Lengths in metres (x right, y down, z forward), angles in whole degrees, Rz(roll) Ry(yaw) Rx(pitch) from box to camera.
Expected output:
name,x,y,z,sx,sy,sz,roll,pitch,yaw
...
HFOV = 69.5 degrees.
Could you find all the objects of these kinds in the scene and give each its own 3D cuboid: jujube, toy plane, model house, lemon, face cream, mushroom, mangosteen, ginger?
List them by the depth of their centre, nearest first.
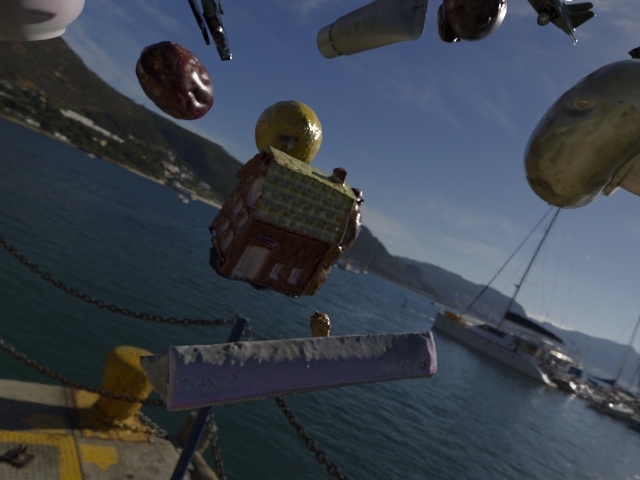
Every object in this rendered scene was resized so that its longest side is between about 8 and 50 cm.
name,x,y,z,sx,sy,sz,roll,pitch,yaw
model house,-0.068,-0.049,0.854,0.196,0.254,0.160,22,23,-33
mushroom,0.572,-0.199,0.873,0.355,0.315,0.315,-5,-9,15
toy plane,0.491,-0.566,1.029,0.267,0.212,0.088,33,-38,-18
face cream,0.116,-0.500,1.073,0.089,0.143,0.314,16,-7,-39
mangosteen,0.370,-0.575,1.165,0.166,0.166,0.180,24,-21,-28
jujube,-0.381,-0.413,1.220,0.183,0.184,0.243,23,5,7
ginger,0.007,-0.007,1.386,0.152,0.358,0.274,32,12,-7
lemon,-0.115,-0.380,1.665,0.245,0.245,0.320,23,23,-10

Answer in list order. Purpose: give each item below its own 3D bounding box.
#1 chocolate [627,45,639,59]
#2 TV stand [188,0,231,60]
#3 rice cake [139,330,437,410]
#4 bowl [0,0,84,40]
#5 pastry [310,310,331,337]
name,x,y,z,sx,sy,sz,roll,pitch,yaw
chocolate,0.707,-0.406,0.922,0.072,0.070,0.147,12,-5,-23
TV stand,-0.163,-0.335,0.661,0.042,0.036,0.249,-16,-6,-3
rice cake,-0.010,0.155,0.574,0.398,0.070,0.064,2,-19,-28
bowl,-0.589,-0.475,0.877,0.286,0.144,0.287,5,36,-4
pastry,0.001,0.226,1.189,0.056,0.080,0.140,2,8,-6
